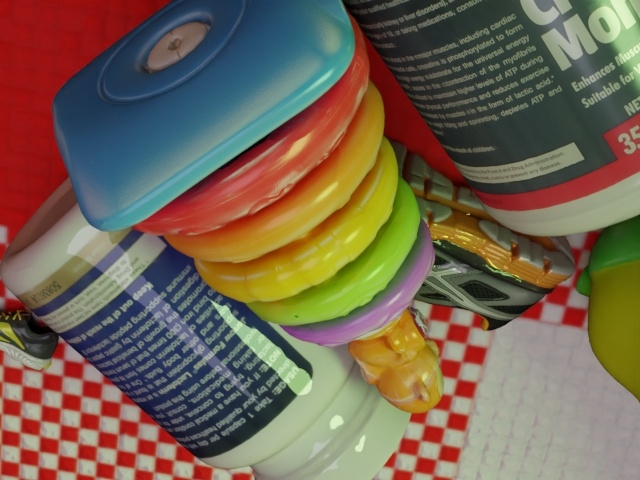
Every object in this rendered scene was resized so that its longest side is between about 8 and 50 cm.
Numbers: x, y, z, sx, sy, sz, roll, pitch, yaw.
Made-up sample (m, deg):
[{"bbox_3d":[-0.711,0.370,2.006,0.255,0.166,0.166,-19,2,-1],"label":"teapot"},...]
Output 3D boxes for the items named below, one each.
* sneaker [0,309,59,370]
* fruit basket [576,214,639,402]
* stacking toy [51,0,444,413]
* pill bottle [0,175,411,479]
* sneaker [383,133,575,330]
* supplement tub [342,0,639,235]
[{"bbox_3d":[-0.233,0.064,0.913,0.083,0.031,0.035,28,104,-14],"label":"sneaker"},{"bbox_3d":[0.348,0.096,0.741,0.283,0.392,0.392,-23,115,-5],"label":"fruit basket"},{"bbox_3d":[0.000,0.000,0.701,0.166,0.175,0.302,-35,123,2],"label":"stacking toy"},{"bbox_3d":[-0.069,0.056,0.817,0.153,0.153,0.264,-37,108,22],"label":"pill bottle"},{"bbox_3d":[0.060,-0.003,0.815,0.215,0.084,0.083,27,126,-8],"label":"sneaker"},{"bbox_3d":[0.109,-0.156,0.662,0.191,0.191,0.272,-29,112,20],"label":"supplement tub"}]
